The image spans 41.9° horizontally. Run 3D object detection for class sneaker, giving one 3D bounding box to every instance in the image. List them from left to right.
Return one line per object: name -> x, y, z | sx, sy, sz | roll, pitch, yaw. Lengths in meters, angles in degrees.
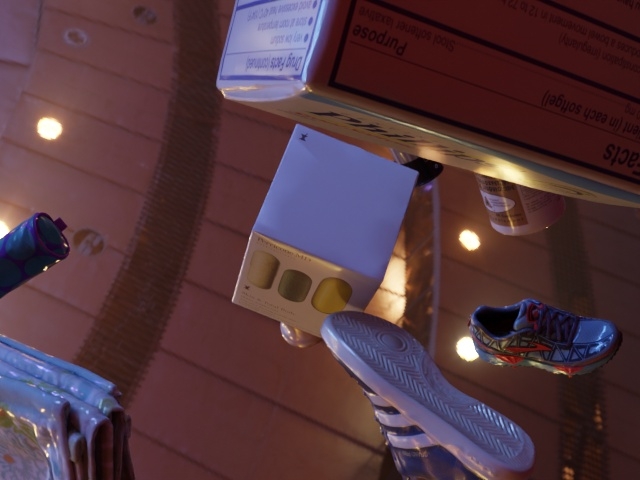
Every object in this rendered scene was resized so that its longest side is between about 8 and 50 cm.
sneaker -> 0.117, 0.242, 1.145 | 0.131, 0.148, 0.350 | -15, -133, -45
sneaker -> 0.376, 0.159, 1.431 | 0.125, 0.261, 0.104 | 60, -143, -42

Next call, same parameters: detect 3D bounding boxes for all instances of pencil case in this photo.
pencil case -> -0.369, 0.028, 0.983 | 0.064, 0.151, 0.070 | 56, -166, -12

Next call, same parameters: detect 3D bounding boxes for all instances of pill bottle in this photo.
pill bottle -> 0.322, -0.135, 1.410 | 0.131, 0.131, 0.229 | -51, -53, -44

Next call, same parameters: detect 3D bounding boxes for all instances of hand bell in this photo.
hand bell -> -0.073, 0.098, 1.612 | 0.242, 0.126, 0.126 | 52, -151, -48

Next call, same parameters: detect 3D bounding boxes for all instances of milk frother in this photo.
milk frother -> 0.164, -0.187, 1.699 | 0.135, 0.143, 0.129 | 59, -144, -20

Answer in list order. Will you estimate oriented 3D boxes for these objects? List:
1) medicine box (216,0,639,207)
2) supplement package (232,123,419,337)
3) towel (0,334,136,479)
medicine box -> 0.111, -0.188, 0.486 | 0.263, 0.149, 0.289 | 13, -85, -26
supplement package -> 0.000, 0.000, 1.287 | 0.199, 0.263, 0.198 | 22, -119, -1
towel -> -0.332, 0.273, 0.949 | 0.090, 0.374, 0.321 | -25, -63, -45
